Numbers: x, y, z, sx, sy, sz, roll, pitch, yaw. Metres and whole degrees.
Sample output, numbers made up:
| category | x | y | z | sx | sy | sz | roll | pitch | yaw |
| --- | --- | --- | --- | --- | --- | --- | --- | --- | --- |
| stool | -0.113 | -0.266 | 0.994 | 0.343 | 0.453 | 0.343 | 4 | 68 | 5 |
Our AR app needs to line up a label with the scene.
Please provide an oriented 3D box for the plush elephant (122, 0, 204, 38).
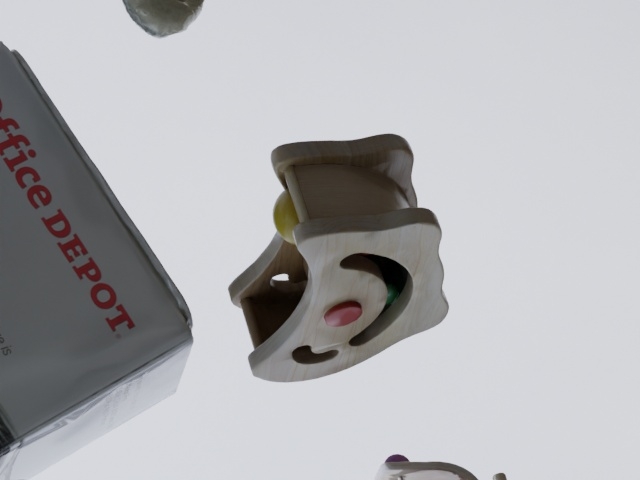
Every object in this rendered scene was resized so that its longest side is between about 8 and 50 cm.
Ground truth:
| category | x | y | z | sx | sy | sz | roll | pitch | yaw |
| --- | --- | --- | --- | --- | --- | --- | --- | --- | --- |
| plush elephant | -0.069 | -0.298 | 1.115 | 0.255 | 0.330 | 0.272 | -45 | -69 | -23 |

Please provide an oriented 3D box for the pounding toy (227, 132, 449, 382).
| category | x | y | z | sx | sy | sz | roll | pitch | yaw |
| --- | --- | --- | --- | --- | --- | --- | --- | --- | --- |
| pounding toy | 0.000 | 0.000 | 1.194 | 0.154 | 0.269 | 0.155 | -17 | -120 | -3 |

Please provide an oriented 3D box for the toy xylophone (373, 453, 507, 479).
| category | x | y | z | sx | sy | sz | roll | pitch | yaw |
| --- | --- | --- | --- | --- | --- | --- | --- | --- | --- |
| toy xylophone | 0.129 | 0.320 | 1.350 | 0.081 | 0.236 | 0.323 | -13 | -121 | -11 |

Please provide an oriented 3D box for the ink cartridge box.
| category | x | y | z | sx | sy | sz | roll | pitch | yaw |
| --- | --- | --- | --- | --- | --- | --- | --- | --- | --- |
| ink cartridge box | -0.334 | 0.073 | 1.202 | 0.395 | 0.166 | 0.285 | -29 | -104 | -20 |
